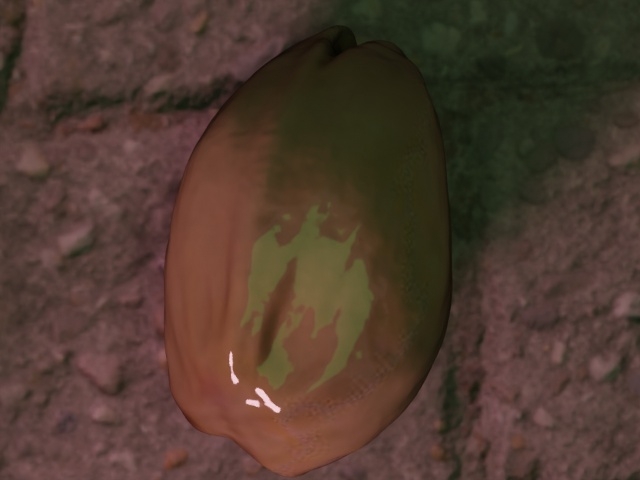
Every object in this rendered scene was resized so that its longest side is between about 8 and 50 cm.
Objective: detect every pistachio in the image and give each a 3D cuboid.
[{"bbox_3d":[0.000,0.000,1.148,0.226,0.208,0.331,30,65,-56],"label":"pistachio"}]
